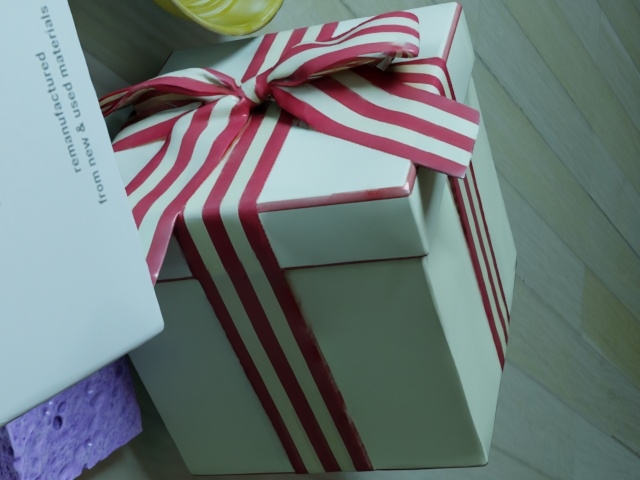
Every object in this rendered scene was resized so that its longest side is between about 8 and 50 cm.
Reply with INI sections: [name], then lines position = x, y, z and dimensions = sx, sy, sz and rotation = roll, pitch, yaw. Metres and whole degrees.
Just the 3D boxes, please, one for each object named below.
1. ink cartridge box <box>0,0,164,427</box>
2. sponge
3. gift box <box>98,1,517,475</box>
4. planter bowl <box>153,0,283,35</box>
[ink cartridge box]
position = -0.236, -0.006, 0.387
dimensions = 0.270, 0.198, 0.197
rotation = -31, 115, -40
[sponge]
position = -0.175, 0.044, 0.705
dimensions = 0.117, 0.031, 0.210
rotation = -31, 114, -57
[gift box]
position = 0.000, 0.000, 0.754
dimensions = 0.276, 0.255, 0.258
rotation = -76, 152, -53
[planter bowl]
position = -0.111, -0.240, 0.786
dimensions = 0.217, 0.090, 0.217
rotation = 16, 71, -56
